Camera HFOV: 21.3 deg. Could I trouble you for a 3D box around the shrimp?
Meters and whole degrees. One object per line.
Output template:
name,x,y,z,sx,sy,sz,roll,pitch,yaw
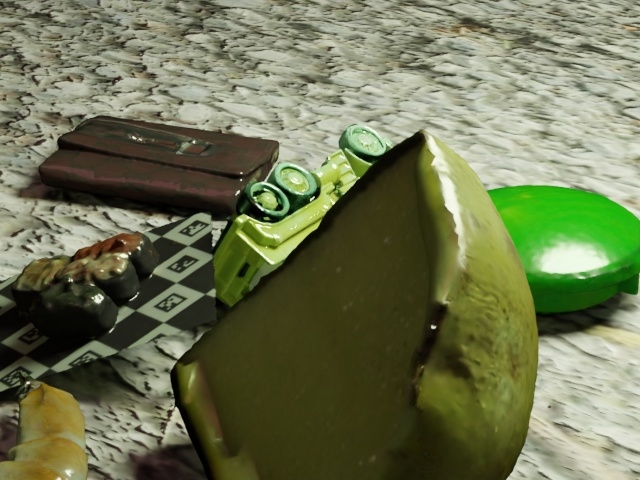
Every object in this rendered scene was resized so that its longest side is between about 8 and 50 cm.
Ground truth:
shrimp,-0.273,0.179,1.296,0.185,0.068,0.287,28,37,30

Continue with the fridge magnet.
fridge magnet,0.215,0.005,1.650,0.208,0.088,0.208,1,25,0

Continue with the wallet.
wallet,-0.171,-0.087,1.865,0.229,0.049,0.182,9,25,12

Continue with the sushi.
sushi,-0.211,0.036,1.532,0.231,0.047,0.219,-18,27,4

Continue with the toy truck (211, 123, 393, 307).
toy truck,-0.001,-0.003,1.654,0.135,0.128,0.259,40,37,9

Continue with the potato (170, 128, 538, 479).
potato,0.066,0.134,1.261,0.213,0.330,0.280,25,35,-29
